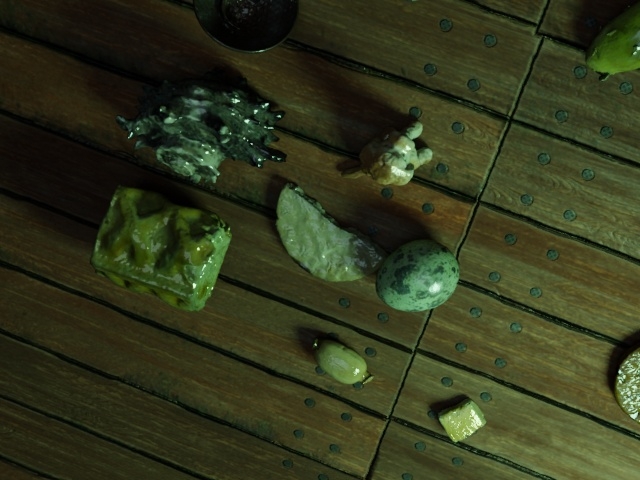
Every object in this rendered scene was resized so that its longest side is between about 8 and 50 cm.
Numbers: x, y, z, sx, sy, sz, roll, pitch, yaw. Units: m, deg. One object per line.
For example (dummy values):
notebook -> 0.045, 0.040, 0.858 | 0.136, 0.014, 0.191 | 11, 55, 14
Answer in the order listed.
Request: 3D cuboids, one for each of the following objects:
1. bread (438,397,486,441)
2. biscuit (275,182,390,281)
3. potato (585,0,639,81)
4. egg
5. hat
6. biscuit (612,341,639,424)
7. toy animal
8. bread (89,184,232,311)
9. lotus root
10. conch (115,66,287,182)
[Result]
bread -> 0.288, 0.364, 1.846 | 0.083, 0.035, 0.070 | -34, 99, 15
biscuit -> 0.001, 0.004, 1.787 | 0.250, 0.032, 0.133 | 35, 113, -1
potato -> 0.547, -0.344, 1.501 | 0.225, 0.090, 0.117 | -26, 108, 27
egg -> 0.180, 0.070, 1.714 | 0.172, 0.132, 0.132 | -26, 101, 32
hat -> -0.139, -0.416, 1.650 | 0.193, 0.082, 0.193 | 3, 76, -12
biscuit -> 0.665, 0.269, 1.720 | 0.212, 0.036, 0.212 | 4, 110, 11
toy animal -> 0.101, -0.133, 1.632 | 0.183, 0.185, 0.104 | -25, 103, 20
bread -> -0.317, 0.013, 1.786 | 0.252, 0.238, 0.196 | 25, 73, 0
lotus root -> 0.044, 0.251, 1.848 | 0.150, 0.062, 0.073 | 33, 114, 2
conch -> -0.219, -0.198, 1.699 | 0.312, 0.186, 0.241 | -4, 137, -4
